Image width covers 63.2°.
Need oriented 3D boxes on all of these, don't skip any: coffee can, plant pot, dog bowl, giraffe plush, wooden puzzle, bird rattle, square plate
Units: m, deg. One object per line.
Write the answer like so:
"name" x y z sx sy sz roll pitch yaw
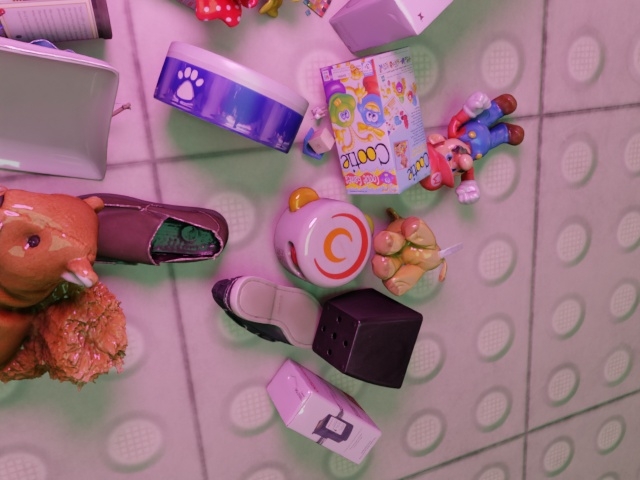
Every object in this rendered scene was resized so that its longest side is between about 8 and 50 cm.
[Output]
"coffee can" -0.489 -0.406 0.807 0.276 0.201 0.201 -14 109 -19
"plant pot" 0.092 0.223 1.205 0.167 0.187 0.188 8 101 -39
"dog bowl" -0.160 -0.255 0.949 0.265 0.265 0.104 19 98 -26
"giraffe plush" 0.197 0.005 1.222 0.210 0.170 0.181 -9 117 -16
"wooden puzzle" -0.003 -0.505 1.090 0.049 0.006 0.083 30 91 -26
"bird rattle" -0.151 -0.493 0.949 0.254 0.143 0.206 -27 87 -39
"square plate" -0.510 -0.213 0.814 0.344 0.347 0.049 6 66 -24

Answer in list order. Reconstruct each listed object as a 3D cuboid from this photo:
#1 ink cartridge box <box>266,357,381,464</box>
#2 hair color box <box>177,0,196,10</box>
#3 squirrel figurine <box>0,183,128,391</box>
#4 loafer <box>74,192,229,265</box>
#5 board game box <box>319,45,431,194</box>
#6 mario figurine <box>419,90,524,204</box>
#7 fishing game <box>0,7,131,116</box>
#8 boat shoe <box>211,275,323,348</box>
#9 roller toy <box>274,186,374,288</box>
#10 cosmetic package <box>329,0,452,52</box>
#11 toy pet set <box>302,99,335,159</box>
"ink cartridge box" 0.005 0.406 1.246 0.237 0.172 0.100 38 88 -26
"hair color box" -0.270 -0.474 0.952 0.141 0.072 0.043 21 94 -27
"squirrel figurine" -0.490 0.078 0.868 0.371 0.281 0.397 -29 133 9
"loafer" -0.350 -0.017 1.008 0.366 0.130 0.133 -2 105 -22
"board game box" 0.121 -0.250 1.110 0.144 0.142 0.275 -32 116 -42
"mario figurine" 0.364 -0.216 1.225 0.321 0.170 0.198 -35 80 -19
"fishing game" -0.464 -0.249 0.856 0.189 0.041 0.264 -22 153 14
"boat shoe" -0.111 0.161 1.163 0.340 0.113 0.127 28 70 -52
"roller toy" 0.000 0.000 1.149 0.209 0.146 0.191 26 86 -35
"cosmetic package" 0.222 -0.542 1.020 0.377 0.284 0.097 -46 116 -6
"toy pet set" 0.010 -0.231 1.154 0.122 0.065 0.114 50 48 -28
